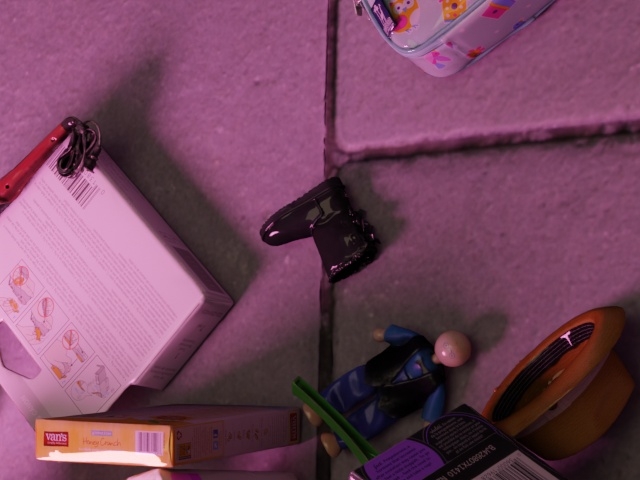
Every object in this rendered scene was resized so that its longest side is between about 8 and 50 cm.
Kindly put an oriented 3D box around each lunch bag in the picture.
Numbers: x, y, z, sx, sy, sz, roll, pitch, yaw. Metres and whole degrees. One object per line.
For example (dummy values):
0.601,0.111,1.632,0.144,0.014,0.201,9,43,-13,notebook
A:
0.150,-0.321,1.921,0.279,0.108,0.224,-37,64,20,lunch bag

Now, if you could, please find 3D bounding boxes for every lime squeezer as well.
0.111,0.229,1.849,0.310,0.059,0.110,19,114,25,lime squeezer

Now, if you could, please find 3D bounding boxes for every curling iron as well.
-0.357,-0.049,2.138,0.274,0.035,0.068,-36,63,19,curling iron

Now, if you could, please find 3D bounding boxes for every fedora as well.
0.235,0.149,1.770,0.079,0.194,0.194,44,107,-8,fedora

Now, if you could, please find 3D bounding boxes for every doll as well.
0.078,0.152,1.904,0.189,0.046,0.129,-35,74,20,doll

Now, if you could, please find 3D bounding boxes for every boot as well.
0.000,0.000,1.986,0.121,0.045,0.099,-35,68,20,boot

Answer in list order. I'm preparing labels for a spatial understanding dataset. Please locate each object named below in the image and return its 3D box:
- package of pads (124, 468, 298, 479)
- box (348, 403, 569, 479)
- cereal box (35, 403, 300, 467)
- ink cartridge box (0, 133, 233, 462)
-0.077,0.372,1.844,0.101,0.229,0.296,-31,66,30,package of pads
0.110,0.316,1.714,0.143,0.165,0.270,36,134,31,box
-0.153,0.199,1.919,0.173,0.240,0.047,-2,88,31,cereal box
-0.276,0.065,2.123,0.261,0.066,0.296,-49,60,13,ink cartridge box
